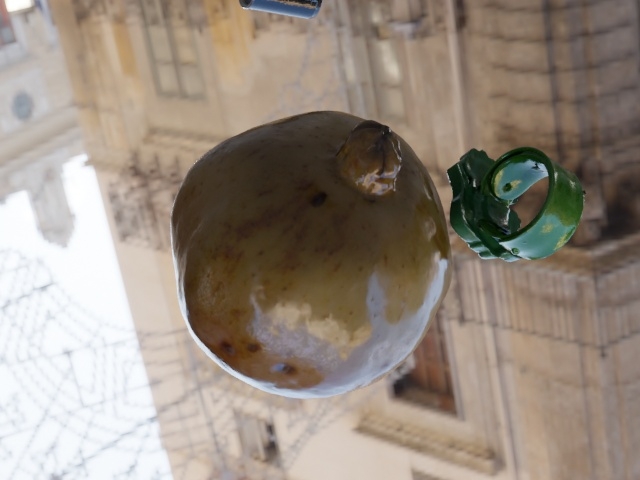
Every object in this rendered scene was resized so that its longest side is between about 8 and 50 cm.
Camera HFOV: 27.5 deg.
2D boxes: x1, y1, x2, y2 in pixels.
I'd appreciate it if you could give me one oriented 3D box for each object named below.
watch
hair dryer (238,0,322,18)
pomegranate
[{"bbox_3d":[0.251,-0.061,1.668,0.152,0.131,0.165,-25,-131,41],"label":"watch"},{"bbox_3d":[-0.013,-0.400,2.023,0.128,0.070,0.255,6,175,-32],"label":"hair dryer"},{"bbox_3d":[0.000,0.000,1.673,0.410,0.410,0.410,-9,-157,4],"label":"pomegranate"}]
